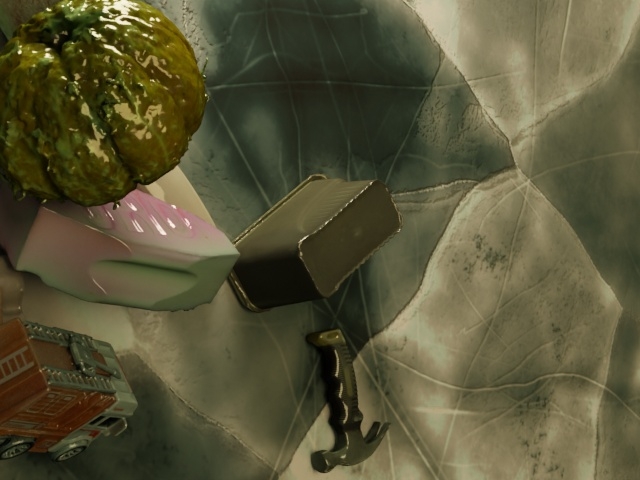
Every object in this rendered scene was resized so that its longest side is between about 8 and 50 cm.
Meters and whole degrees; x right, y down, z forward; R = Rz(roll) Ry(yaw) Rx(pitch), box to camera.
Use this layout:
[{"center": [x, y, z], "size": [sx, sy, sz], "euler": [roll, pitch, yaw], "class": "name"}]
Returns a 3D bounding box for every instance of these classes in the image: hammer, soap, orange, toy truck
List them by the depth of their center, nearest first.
[{"center": [-0.302, -0.191, 1.813], "size": [0.223, 0.301, 0.300], "euler": [65, 37, -46], "class": "orange"}, {"center": [-0.351, 0.188, 1.816], "size": [0.136, 0.162, 0.305], "euler": [63, 11, 17], "class": "toy truck"}, {"center": [-0.280, 0.004, 1.960], "size": [0.324, 0.193, 0.109], "euler": [13, 116, -41], "class": "soap"}, {"center": [0.035, 0.255, 2.320], "size": [0.159, 0.041, 0.226], "euler": [-16, 95, -42], "class": "hammer"}]

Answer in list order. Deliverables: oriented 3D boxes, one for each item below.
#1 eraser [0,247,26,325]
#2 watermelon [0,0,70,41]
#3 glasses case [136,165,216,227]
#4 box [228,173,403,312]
[{"center": [-0.522, 0.101, 1.812], "size": [0.291, 0.087, 0.171], "euler": [-5, 90, -42], "class": "eraser"}, {"center": [-0.343, -0.381, 1.949], "size": [0.290, 0.214, 0.319], "euler": [32, 72, -34], "class": "watermelon"}, {"center": [-0.217, -0.045, 2.126], "size": [0.081, 0.051, 0.204], "euler": [-43, 113, -36], "class": "glasses case"}, {"center": [0.000, 0.000, 2.232], "size": [0.274, 0.178, 0.138], "euler": [-42, 112, -36], "class": "box"}]
